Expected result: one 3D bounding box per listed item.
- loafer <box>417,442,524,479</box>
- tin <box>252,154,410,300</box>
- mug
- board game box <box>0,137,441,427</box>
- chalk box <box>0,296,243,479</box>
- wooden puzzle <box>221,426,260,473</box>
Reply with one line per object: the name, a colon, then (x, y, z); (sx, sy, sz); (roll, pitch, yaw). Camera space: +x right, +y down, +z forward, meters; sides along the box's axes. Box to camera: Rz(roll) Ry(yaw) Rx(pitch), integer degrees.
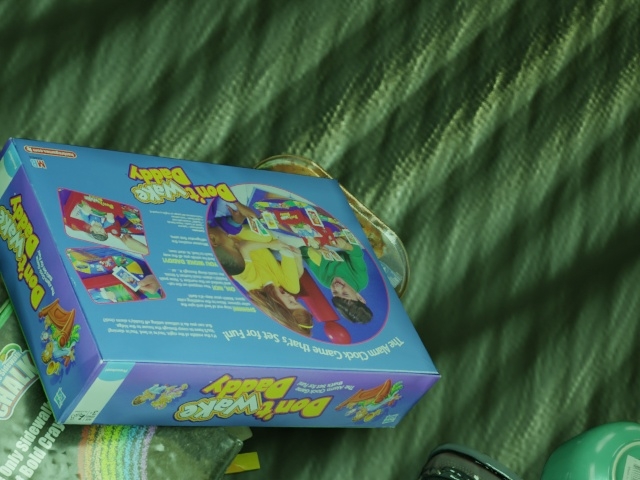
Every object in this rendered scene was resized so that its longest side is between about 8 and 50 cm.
loafer: (0.195, 0.317, 1.551); (0.302, 0.109, 0.095); (46, 53, -3)
tin: (0.000, 0.000, 1.642); (0.189, 0.040, 0.106); (42, 57, -1)
mug: (0.294, 0.250, 1.623); (0.129, 0.097, 0.158); (-25, 80, -27)
board game box: (-0.091, 0.040, 1.423); (0.347, 0.078, 0.233); (6, 45, -40)
chalk box: (-0.246, 0.173, 1.402); (0.289, 0.179, 0.180); (35, 63, -4)
wooden puzzle: (-0.105, 0.164, 1.552); (0.078, 0.014, 0.116); (-15, 76, -30)
